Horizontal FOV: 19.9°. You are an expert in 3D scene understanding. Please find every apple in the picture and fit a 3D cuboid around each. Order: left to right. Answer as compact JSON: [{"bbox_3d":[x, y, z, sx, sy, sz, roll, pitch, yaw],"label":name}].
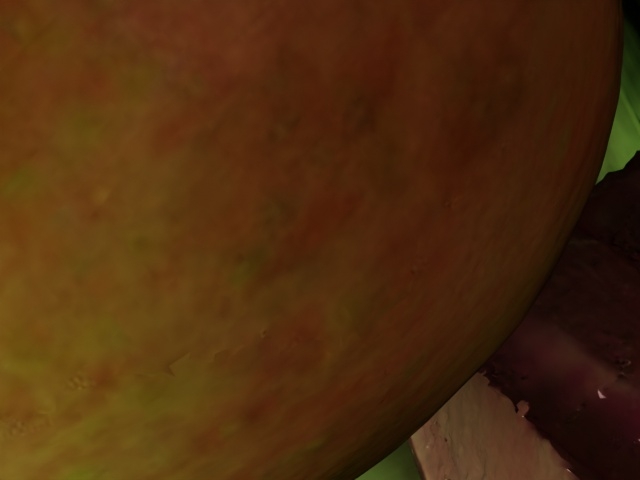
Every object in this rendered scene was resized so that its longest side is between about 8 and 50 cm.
[{"bbox_3d":[-0.094,-0.062,0.567,0.364,0.364,0.364,22,124,39],"label":"apple"}]

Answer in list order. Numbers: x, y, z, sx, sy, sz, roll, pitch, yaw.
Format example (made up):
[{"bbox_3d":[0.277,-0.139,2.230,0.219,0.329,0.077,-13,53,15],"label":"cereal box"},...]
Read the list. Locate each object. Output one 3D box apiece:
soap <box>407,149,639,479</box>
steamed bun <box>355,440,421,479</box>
[{"bbox_3d":[0.177,0.112,0.645,0.325,0.220,0.127,39,142,27],"label":"soap"},{"bbox_3d":[-0.023,0.257,0.906,0.374,0.241,0.374,24,123,42],"label":"steamed bun"}]
